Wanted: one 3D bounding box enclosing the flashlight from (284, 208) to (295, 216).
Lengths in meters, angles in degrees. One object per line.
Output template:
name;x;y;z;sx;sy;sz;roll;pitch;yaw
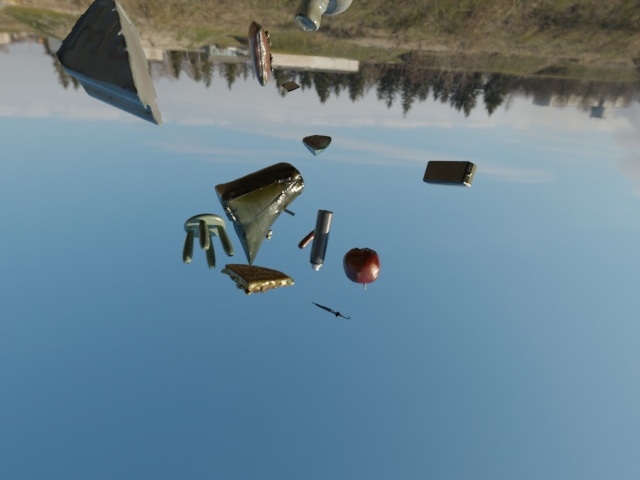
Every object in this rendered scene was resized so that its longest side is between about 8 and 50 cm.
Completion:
flashlight;-0.173;-0.153;2.135;0.083;0.018;0.018;28;-176;-5

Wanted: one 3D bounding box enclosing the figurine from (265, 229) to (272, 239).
figurine;-0.279;-0.030;2.024;0.083;0.051;0.047;6;-153;12

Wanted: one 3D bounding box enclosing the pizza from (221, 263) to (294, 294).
pizza;-0.300;0.170;1.932;0.268;0.087;0.258;-5;-157;-38

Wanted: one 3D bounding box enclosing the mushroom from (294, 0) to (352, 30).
mushroom;-0.014;-0.811;1.321;0.243;0.244;0.243;3;-156;-1

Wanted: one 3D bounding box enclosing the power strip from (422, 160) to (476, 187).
power strip;0.575;-0.298;1.807;0.070;0.105;0.256;15;-177;-30

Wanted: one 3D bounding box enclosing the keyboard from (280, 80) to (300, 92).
keyboard;-0.136;-0.685;1.798;0.063;0.010;0.198;-22;-149;-3

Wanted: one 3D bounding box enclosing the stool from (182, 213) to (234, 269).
stool;-0.534;0.003;1.889;0.195;0.195;0.199;22;-133;-46

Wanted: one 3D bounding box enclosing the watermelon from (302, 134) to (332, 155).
watermelon;-0.013;-0.405;1.704;0.081;0.094;0.180;-33;176;37

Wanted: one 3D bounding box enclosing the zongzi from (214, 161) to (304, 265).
zongzi;-0.193;-0.097;1.556;0.322;0.361;0.160;-22;-147;-12

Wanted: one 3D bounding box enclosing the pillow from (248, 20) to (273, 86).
pillow;-0.193;-0.614;1.331;0.075;0.179;0.171;-8;-144;-7

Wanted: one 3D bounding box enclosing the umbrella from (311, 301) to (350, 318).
umbrella;0.034;0.240;1.371;0.148;0.022;0.022;24;-128;-10

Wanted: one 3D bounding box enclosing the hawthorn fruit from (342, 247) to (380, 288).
hawthorn fruit;0.194;0.132;1.892;0.179;0.200;0.179;-3;-168;1

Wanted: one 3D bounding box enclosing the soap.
soap;-0.502;-0.486;1.084;0.302;0.258;0.159;26;167;9

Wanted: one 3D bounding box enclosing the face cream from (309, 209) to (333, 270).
face cream;0.000;0.000;1.858;0.073;0.284;0.073;10;-166;-2

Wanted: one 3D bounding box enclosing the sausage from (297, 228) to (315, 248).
sausage;-0.048;-0.017;2.101;0.176;0.047;0.040;-41;-160;-23
